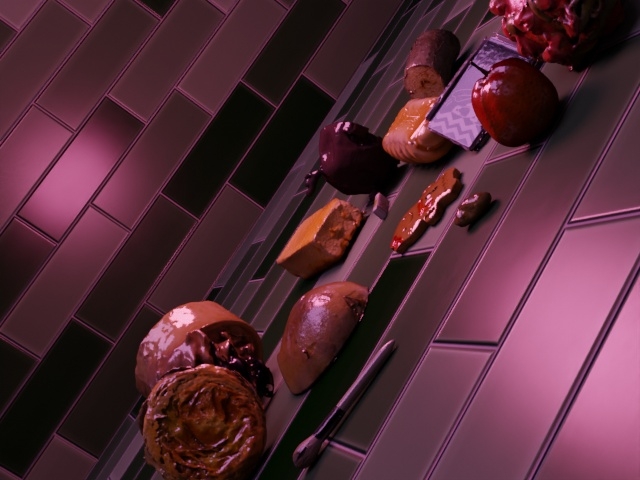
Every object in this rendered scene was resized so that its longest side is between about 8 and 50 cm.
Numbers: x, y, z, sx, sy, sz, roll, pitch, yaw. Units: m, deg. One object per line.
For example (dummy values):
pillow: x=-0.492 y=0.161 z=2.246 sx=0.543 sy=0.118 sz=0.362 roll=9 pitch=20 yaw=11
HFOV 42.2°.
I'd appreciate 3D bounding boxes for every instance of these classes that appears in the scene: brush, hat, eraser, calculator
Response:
brush: x=0.045 y=0.303 z=1.549 sx=0.299 sy=0.042 sz=0.039 roll=-53 pitch=10 yaw=0
hat: x=0.087 y=-0.185 z=2.334 sx=0.336 sy=0.238 sz=0.209 roll=72 pitch=-142 yaw=-82
eraser: x=0.158 y=-0.090 z=2.166 sx=0.019 sy=0.038 sz=0.083 roll=-41 pitch=18 yaw=28
calculator: x=0.367 y=-0.341 z=1.879 sx=0.165 sy=0.028 sz=0.274 roll=37 pitch=90 yaw=36

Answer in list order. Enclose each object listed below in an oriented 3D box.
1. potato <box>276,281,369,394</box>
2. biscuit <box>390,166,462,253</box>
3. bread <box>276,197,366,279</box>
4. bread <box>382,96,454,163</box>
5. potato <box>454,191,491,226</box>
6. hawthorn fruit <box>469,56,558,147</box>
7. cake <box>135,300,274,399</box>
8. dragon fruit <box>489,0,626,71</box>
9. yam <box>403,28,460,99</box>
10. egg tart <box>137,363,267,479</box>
potato: x=-0.015 y=0.201 z=1.888 sx=0.299 sy=0.116 sz=0.239 roll=-56 pitch=17 yaw=-3
biscuit: x=0.231 y=-0.067 z=1.856 sx=0.225 sy=0.036 sz=0.166 roll=-48 pitch=15 yaw=26
bread: x=0.000 y=0.000 z=2.347 sx=0.185 sy=0.114 sz=0.274 roll=-57 pitch=14 yaw=-29
bread: x=0.260 y=-0.270 z=2.080 sx=0.173 sy=0.121 sz=0.311 roll=-57 pitch=14 yaw=2
potato: x=0.292 y=-0.063 z=1.602 sx=0.092 sy=0.045 sz=0.046 roll=-50 pitch=49 yaw=28
hawthorn fruit: x=0.359 y=-0.280 z=1.596 sx=0.157 sy=0.194 sz=0.157 roll=-45 pitch=6 yaw=6
cake: x=-0.258 y=0.348 z=2.060 sx=0.321 sy=0.332 sz=0.332 roll=32 pitch=85 yaw=43
dragon fruit: x=0.465 y=-0.465 z=1.620 sx=0.237 sy=0.231 sz=0.303 roll=-45 pitch=30 yaw=15
yam: x=0.323 y=-0.512 z=2.421 sx=0.154 sy=0.154 sz=0.254 roll=-41 pitch=16 yaw=44
egg tart: x=-0.259 y=0.414 z=1.836 sx=0.297 sy=0.297 sz=0.132 roll=-56 pitch=-4 yaw=-9
